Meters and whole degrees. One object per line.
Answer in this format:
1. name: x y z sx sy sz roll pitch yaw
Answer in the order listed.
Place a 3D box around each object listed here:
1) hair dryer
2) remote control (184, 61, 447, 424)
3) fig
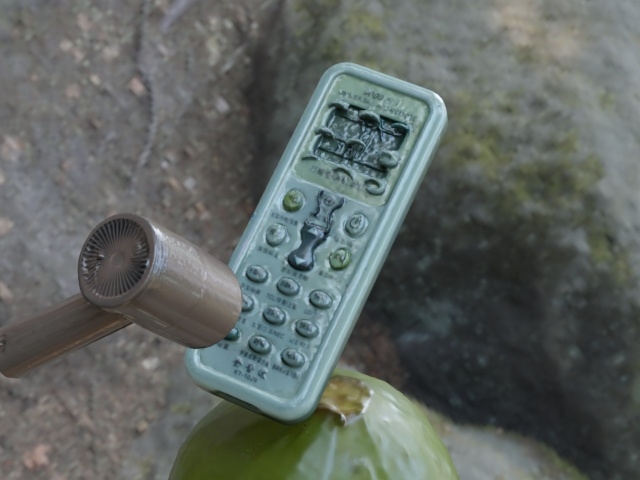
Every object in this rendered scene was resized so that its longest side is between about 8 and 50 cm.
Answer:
1. hair dryer: -0.151 0.051 0.986 0.117 0.181 0.064 35 37 -56
2. remote control: 0.000 0.000 1.372 0.128 0.335 0.065 21 -16 18
3. fig: -0.005 0.274 1.491 0.343 0.343 0.343 38 30 -27
